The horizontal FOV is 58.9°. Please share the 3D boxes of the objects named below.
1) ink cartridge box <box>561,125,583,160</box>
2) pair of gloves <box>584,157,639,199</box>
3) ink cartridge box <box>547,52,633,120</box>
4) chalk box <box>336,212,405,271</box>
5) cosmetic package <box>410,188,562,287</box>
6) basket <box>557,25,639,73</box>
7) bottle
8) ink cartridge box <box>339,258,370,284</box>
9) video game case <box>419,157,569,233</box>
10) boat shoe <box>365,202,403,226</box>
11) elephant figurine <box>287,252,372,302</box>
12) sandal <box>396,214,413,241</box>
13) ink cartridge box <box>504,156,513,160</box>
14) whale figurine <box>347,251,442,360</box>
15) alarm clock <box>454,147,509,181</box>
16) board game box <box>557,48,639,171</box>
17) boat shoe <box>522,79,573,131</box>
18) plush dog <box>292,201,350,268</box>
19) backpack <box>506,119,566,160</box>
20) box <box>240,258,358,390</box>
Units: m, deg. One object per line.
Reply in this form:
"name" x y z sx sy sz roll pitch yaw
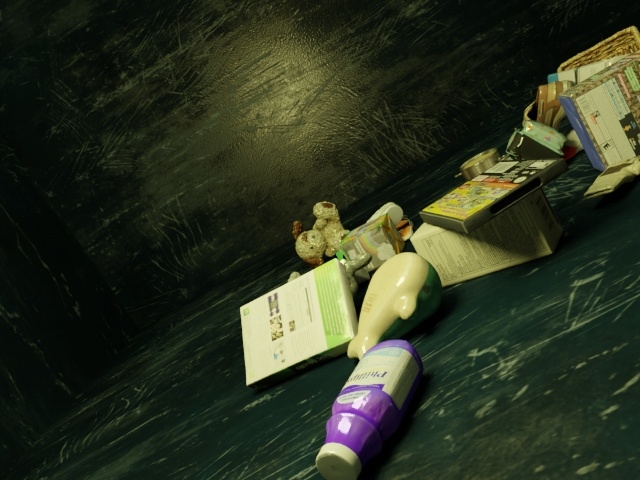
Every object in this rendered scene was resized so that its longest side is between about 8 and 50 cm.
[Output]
"ink cartridge box" 0.823 -0.329 1.855 0.232 0.066 0.189 -26 10 6
"pair of gloves" 0.734 -0.158 1.276 0.240 0.042 0.204 -20 11 45
"ink cartridge box" 0.920 -0.477 1.736 0.285 0.167 0.395 -12 10 2
"chalk box" 0.157 0.024 1.916 0.212 0.133 0.132 -26 11 25
"cosmetic package" 0.382 -0.013 1.322 0.296 0.153 0.129 -22 12 39
"basket" 1.028 -0.592 2.051 0.299 0.223 0.213 -23 12 37
"bottle" 0.081 0.277 0.940 0.118 0.092 0.283 -24 12 35
"ink cartridge box" 0.023 0.139 1.759 0.224 0.056 0.181 -27 -19 18
"video game case" 0.371 -0.104 1.263 0.248 0.035 0.275 -32 10 -3
"boat shoe" 0.195 -0.028 2.041 0.258 0.095 0.084 -45 22 5
"elephant figurine" 0.035 0.158 1.588 0.239 0.186 0.170 -5 49 5
"sandal" 0.287 -0.054 2.077 0.101 0.076 0.265 -30 9 7
"ink cartridge box" 0.565 -0.180 1.802 0.148 0.086 0.203 -28 10 22
"whale figurine" 0.168 0.162 1.254 0.272 0.141 0.216 -59 16 -13
"alarm clock" 0.520 -0.238 1.778 0.129 0.064 0.192 -37 7 -25
"board game box" 0.801 -0.343 1.436 0.290 0.232 0.141 -28 9 15
"boat shoe" 0.720 -0.404 1.853 0.116 0.123 0.324 4 -28 6
"plush dog" 0.000 0.000 2.412 0.225 0.263 0.211 -24 -26 -11
"backpack" 0.673 -0.294 1.776 0.145 0.165 0.188 -64 -9 14
"box" -0.059 0.214 1.440 0.321 0.058 0.233 -29 50 23
